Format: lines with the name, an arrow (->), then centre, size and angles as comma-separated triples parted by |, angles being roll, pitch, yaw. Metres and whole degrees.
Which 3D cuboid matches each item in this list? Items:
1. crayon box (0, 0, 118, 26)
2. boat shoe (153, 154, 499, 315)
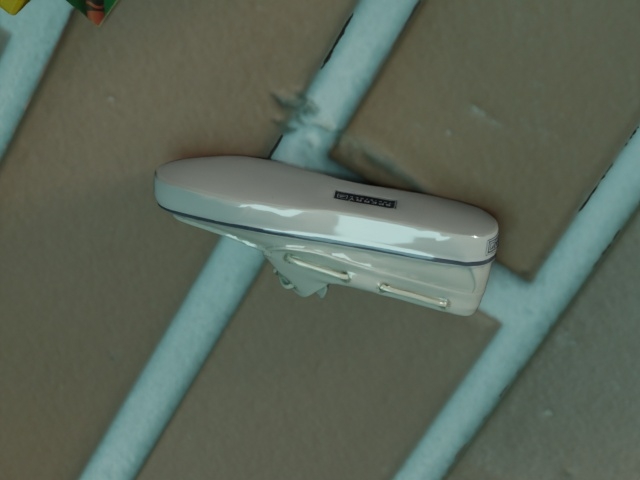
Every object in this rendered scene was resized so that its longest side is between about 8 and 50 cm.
crayon box -> -0.248, -0.310, 1.421 | 0.318, 0.081, 0.202 | 36, 119, -4
boat shoe -> 0.000, 0.000, 1.503 | 0.267, 0.096, 0.088 | 9, 113, 1
